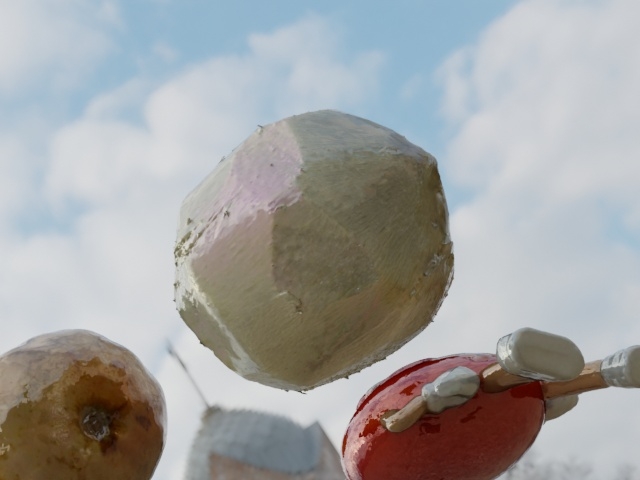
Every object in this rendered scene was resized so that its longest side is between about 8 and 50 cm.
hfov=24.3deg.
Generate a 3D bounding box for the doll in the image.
[{"bbox_3d":[0.098,0.108,0.928,0.183,0.085,0.217,7,-33,-42],"label":"doll"}]

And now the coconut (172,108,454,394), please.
[{"bbox_3d":[0.001,0.002,1.228,0.230,0.227,0.227,-43,-30,26],"label":"coconut"}]

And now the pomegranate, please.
[{"bbox_3d":[-0.245,0.186,1.422,0.207,0.207,0.207,-26,-31,-17],"label":"pomegranate"}]
